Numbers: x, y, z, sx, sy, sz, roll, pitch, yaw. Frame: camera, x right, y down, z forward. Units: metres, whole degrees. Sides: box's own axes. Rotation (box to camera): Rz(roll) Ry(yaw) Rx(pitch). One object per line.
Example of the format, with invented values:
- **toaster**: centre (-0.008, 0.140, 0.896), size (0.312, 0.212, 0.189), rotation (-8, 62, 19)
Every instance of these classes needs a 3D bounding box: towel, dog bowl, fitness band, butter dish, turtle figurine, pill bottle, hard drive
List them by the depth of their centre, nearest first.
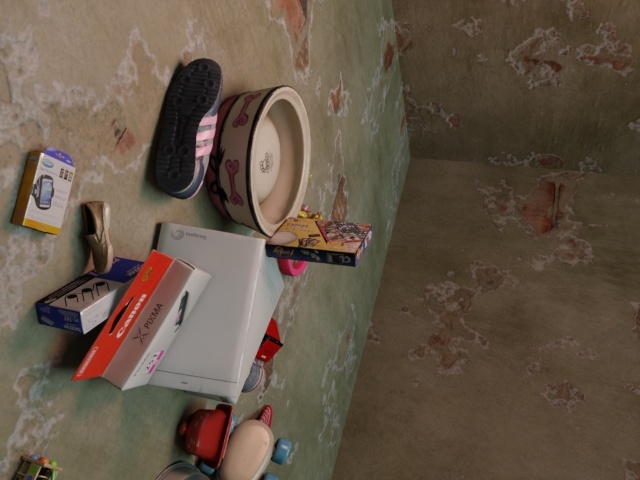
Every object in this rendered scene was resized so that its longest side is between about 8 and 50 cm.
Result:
- **hard drive**: centre (-0.267, 0.151, 1.255), size (0.047, 0.232, 0.353), rotation (127, -28, -83)
- **butter dish**: centre (-0.308, 0.498, 1.472), size (0.160, 0.118, 0.160), rotation (-25, -130, 61)
- **dog bowl**: centre (-0.165, -0.217, 1.543), size (0.408, 0.150, 0.409), rotation (9, 90, -72)
- **pill bottle**: centre (-0.240, 0.369, 1.618), size (0.180, 0.107, 0.108), rotation (57, 44, -64)
- **turtle figurine**: centre (-0.079, -0.127, 1.858), size (0.269, 0.087, 0.218), rotation (19, 63, -28)
- **towel**: centre (-0.201, 0.687, 1.890), size (0.275, 0.031, 0.199), rotation (-42, 138, -85)
- **fitness band**: centre (-0.093, -0.009, 1.996), size (0.209, 0.054, 0.291), rotation (-62, 152, -46)

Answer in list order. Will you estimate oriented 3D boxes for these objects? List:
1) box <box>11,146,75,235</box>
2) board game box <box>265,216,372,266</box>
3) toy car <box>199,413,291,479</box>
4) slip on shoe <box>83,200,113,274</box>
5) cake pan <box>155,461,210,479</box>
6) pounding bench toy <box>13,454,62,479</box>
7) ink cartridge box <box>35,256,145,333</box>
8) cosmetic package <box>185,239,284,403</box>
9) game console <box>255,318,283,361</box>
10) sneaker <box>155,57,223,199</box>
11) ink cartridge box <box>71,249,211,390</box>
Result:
- **box**: centre (-0.451, -0.083, 0.930), size (0.081, 0.028, 0.136), rotation (35, 61, -70)
- **board game box**: centre (0.000, 0.000, 1.501), size (0.165, 0.243, 0.042), rotation (-54, 145, -55)
- **toy car**: centre (-0.240, 0.663, 1.684), size (0.238, 0.219, 0.210), rotation (-59, -174, 48)
- **slip on shoe**: centre (-0.411, -0.005, 1.039), size (0.041, 0.051, 0.136), rotation (-2, 94, -55)
- **cake pan**: centre (-0.354, 0.717, 1.426), size (0.293, 0.054, 0.294), rotation (-2, 90, -66)
- **pounding bench toy**: centre (-0.474, 0.408, 0.968), size (0.052, 0.083, 0.065), rotation (68, 36, -56)
- **ink cartridge box**: centre (-0.402, 0.095, 1.037), size (0.207, 0.097, 0.046), rotation (-45, 139, -61)
- **cosmetic package**: centre (-0.242, 0.199, 1.477), size (0.217, 0.156, 0.385), rotation (77, 29, -47)
- **game console**: centre (-0.188, 0.331, 1.909), size (0.124, 0.085, 0.144), rotation (-47, 155, -5)
- **sneaker**: centre (-0.289, -0.244, 1.268), size (0.131, 0.112, 0.319), rotation (92, 12, -78)
- **ink cartridge box**: centre (-0.334, 0.160, 1.104), size (0.275, 0.060, 0.239), rotation (-60, 173, -6)
